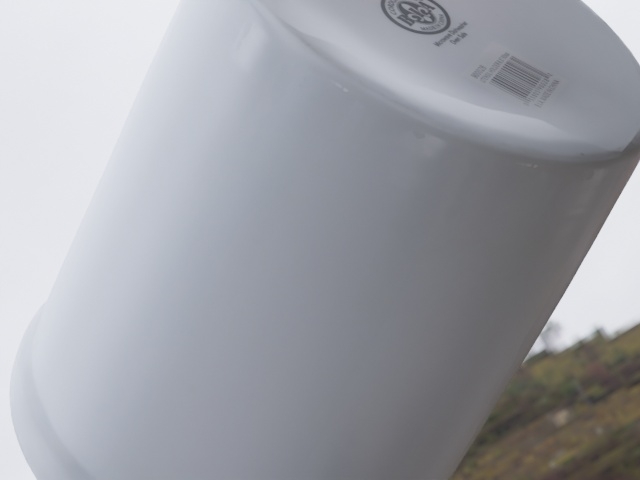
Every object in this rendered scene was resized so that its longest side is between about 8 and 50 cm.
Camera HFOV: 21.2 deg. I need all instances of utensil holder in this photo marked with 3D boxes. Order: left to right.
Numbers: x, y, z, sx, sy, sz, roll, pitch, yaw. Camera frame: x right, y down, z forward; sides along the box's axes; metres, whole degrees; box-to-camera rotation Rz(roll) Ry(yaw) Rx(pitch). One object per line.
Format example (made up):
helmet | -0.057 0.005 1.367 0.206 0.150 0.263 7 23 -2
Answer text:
utensil holder | 0.000 0.000 1.156 0.327 0.327 0.385 -6 -46 -41
